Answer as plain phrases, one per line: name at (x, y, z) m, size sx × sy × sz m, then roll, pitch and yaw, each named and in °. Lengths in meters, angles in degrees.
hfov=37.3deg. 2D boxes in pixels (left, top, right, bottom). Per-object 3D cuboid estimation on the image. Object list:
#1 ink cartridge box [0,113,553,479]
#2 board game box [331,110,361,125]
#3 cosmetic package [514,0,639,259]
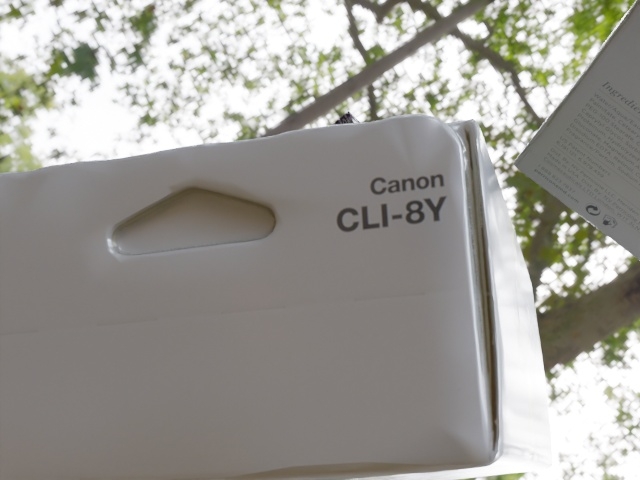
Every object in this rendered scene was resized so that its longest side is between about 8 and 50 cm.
ink cartridge box at (-0.009, 0.076, 0.604) m, size 0.384 × 0.279 × 0.161 m, roll 40°, pitch 44°, yaw -68°
board game box at (0.000, 0.000, 1.105) m, size 0.056 × 0.208 × 0.347 m, roll 38°, pitch 19°, yaw -30°
cosmetic package at (0.268, -0.131, 0.583) m, size 0.138 × 0.224 × 0.225 m, roll 38°, pitch -32°, yaw 9°
